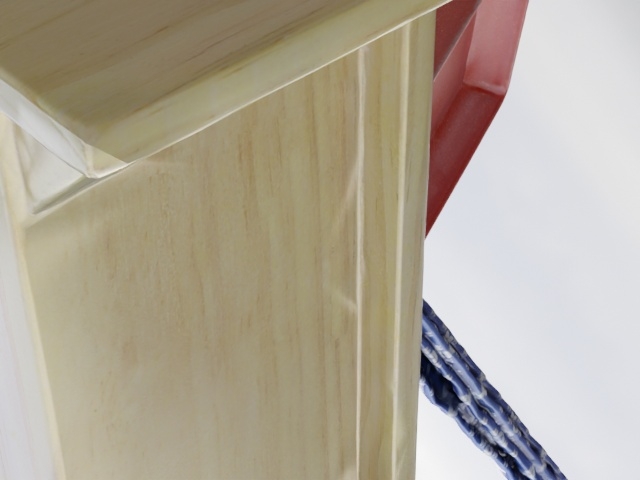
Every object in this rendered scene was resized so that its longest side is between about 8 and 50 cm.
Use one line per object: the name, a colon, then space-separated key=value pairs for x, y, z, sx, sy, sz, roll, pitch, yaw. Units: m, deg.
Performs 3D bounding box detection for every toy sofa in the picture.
toy sofa: x=-0.054 y=0.028 z=0.579 sx=0.177 sy=0.150 sz=0.362 roll=38 pitch=144 yaw=36

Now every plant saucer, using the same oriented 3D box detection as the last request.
plant saucer: x=0.079 y=-0.096 z=1.156 sx=0.048 sy=0.258 sz=0.259 roll=25 pitch=151 yaw=11

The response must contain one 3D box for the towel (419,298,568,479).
towel: x=0.000 y=0.000 z=0.789 sx=0.336 sy=0.040 sz=0.243 roll=50 pitch=-179 yaw=-43
